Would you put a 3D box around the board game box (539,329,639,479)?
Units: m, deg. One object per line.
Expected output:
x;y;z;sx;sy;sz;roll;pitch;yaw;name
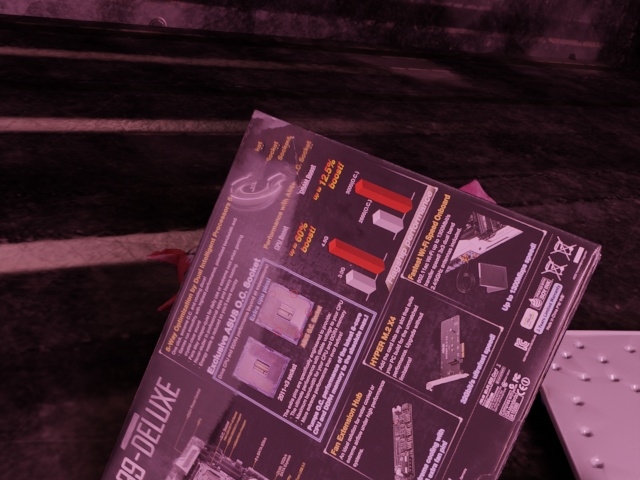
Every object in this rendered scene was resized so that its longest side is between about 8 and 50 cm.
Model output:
0.415;0.217;0.622;0.389;0.050;0.390;1;28;0;board game box

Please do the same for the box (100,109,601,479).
0.008;0.098;0.469;0.242;0.308;0.076;24;4;22;box

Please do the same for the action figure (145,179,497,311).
0.000;0.000;0.709;0.369;0.248;0.276;-2;30;-30;action figure
